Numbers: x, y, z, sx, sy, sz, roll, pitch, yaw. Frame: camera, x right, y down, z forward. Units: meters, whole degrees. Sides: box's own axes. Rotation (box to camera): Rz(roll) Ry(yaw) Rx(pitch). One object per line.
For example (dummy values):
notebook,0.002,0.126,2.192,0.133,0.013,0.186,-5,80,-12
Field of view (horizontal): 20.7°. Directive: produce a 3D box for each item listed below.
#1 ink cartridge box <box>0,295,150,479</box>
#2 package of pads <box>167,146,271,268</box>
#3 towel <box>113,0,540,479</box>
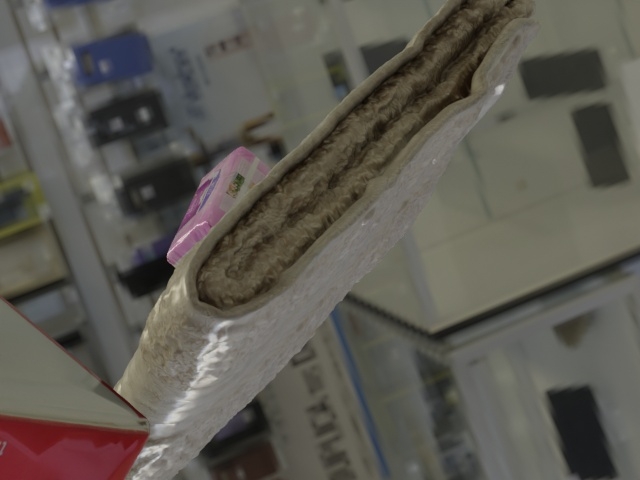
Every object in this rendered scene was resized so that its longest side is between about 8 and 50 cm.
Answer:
ink cartridge box,-0.210,0.115,0.541,0.197,0.273,0.114,35,-170,31
package of pads,-0.065,-0.017,1.113,0.032,0.083,0.050,39,130,-17
towel,0.000,0.000,0.799,0.049,0.282,0.187,38,140,7
